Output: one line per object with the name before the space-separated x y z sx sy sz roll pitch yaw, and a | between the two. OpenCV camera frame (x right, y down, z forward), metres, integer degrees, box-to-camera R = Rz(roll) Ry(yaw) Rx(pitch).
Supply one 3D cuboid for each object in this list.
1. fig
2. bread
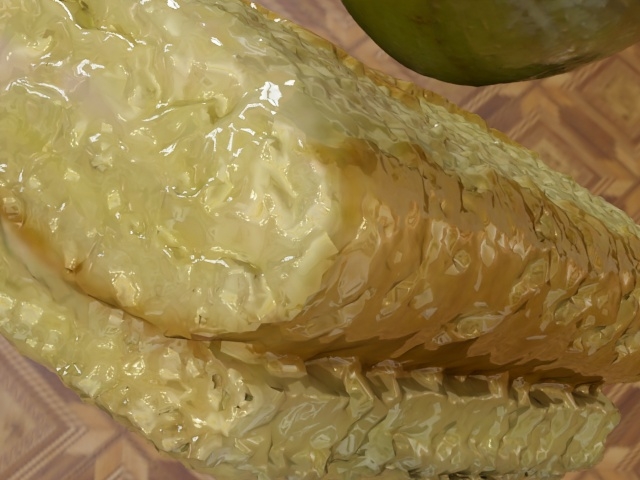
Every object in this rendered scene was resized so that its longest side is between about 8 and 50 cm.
fig | 0.063 -0.122 0.384 0.142 0.186 0.148 -17 96 4
bread | 0.000 0.000 0.589 0.236 0.165 0.375 35 11 30
